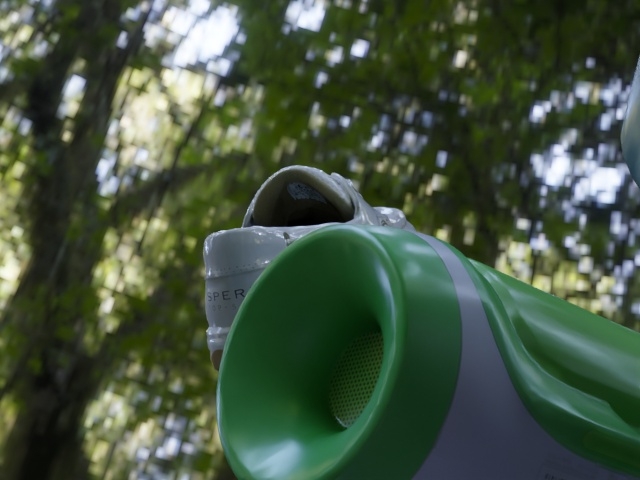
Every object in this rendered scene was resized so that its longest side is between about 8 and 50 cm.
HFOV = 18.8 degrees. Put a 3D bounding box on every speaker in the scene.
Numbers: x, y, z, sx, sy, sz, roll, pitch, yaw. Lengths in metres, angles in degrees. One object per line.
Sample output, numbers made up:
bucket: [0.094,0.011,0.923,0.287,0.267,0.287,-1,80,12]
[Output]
speaker: [0.103,0.090,0.808,0.296,0.131,0.131,23,-45,-37]

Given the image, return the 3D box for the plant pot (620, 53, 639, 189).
plant pot: [0.250,-0.122,0.580,0.293,0.293,0.235,7,-66,7]

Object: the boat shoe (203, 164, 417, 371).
boat shoe: [0.000,0.000,1.163,0.098,0.277,0.096,-11,-83,16]
